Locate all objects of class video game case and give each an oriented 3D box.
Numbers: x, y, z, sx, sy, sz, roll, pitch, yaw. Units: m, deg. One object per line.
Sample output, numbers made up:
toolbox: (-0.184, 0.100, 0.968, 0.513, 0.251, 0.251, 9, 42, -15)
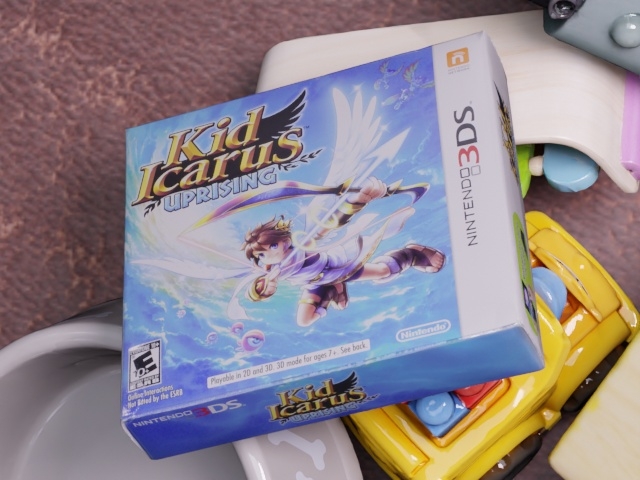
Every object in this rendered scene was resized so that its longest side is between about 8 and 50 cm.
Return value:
video game case: (0.000, 0.000, 1.286, 0.269, 0.061, 0.244, -14, 51, 14)

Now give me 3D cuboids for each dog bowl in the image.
dog bowl: (-0.142, 0.211, 1.389, 0.348, 0.102, 0.349, -1, 87, 26)

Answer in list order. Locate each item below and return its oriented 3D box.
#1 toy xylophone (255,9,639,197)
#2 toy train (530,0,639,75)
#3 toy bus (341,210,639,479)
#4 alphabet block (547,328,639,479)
toy xylophone: (0.069, -0.064, 1.395, 0.322, 0.081, 0.236, 3, 57, 26)
toy train: (0.263, -0.179, 1.347, 0.334, 0.142, 0.190, 23, 45, -18)
toy bus: (0.111, 0.076, 1.368, 0.220, 0.211, 0.149, -42, 76, -1)
alphabet block: (0.304, 0.113, 1.311, 0.197, 0.193, 0.192, 37, 119, 13)
